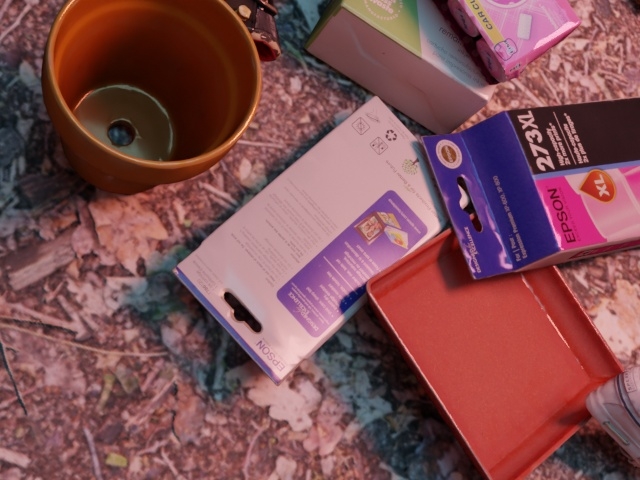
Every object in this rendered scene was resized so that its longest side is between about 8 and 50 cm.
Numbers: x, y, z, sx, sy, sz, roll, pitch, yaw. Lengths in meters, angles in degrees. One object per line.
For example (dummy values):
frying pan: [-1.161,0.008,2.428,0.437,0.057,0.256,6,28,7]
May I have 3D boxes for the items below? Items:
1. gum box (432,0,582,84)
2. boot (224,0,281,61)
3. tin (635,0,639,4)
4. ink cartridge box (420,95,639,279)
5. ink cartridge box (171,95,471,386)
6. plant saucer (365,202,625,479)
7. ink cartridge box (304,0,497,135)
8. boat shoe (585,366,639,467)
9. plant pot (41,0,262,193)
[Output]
gum box: [0.190,-0.272,1.399,0.107,0.062,0.188,-32,86,-13]
boot: [-0.051,-0.328,1.387,0.378,0.138,0.284,3,71,5]
tin: [0.416,-0.390,1.655,0.040,0.106,0.189,-19,78,-26]
ink cartridge box: [0.298,-0.070,1.480,0.371,0.069,0.175,-10,74,-33]
ink cartridge box: [0.000,0.000,1.371,0.165,0.065,0.333,49,60,0]
plant saucer: [0.187,0.110,1.389,0.258,0.048,0.259,-30,87,-40]
ink cartridge box: [0.155,-0.325,1.520,0.207,0.119,0.353,32,62,-9]
boat shoe: [0.369,0.217,1.418,0.226,0.076,0.083,49,31,-31]
plant pot: [-0.182,-0.135,1.275,0.205,0.188,0.205,6,70,-18]
